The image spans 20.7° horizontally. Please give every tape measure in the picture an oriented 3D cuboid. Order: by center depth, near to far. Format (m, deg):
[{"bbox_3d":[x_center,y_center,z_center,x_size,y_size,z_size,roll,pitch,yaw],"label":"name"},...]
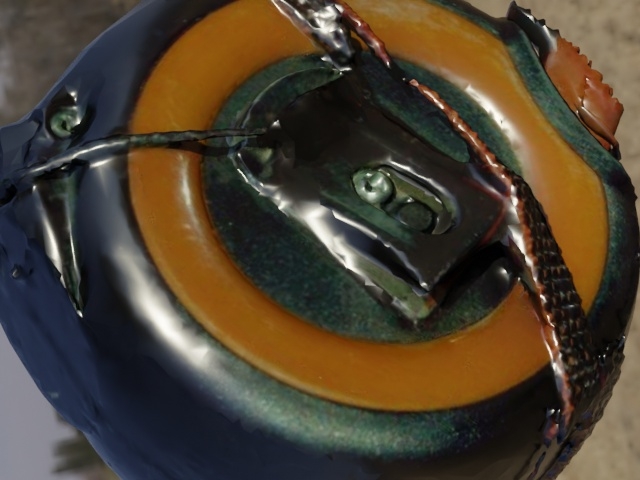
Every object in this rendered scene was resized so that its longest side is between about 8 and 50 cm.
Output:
[{"bbox_3d":[0.000,0.000,0.595,0.223,0.202,0.135,36,147,11],"label":"tape measure"}]
